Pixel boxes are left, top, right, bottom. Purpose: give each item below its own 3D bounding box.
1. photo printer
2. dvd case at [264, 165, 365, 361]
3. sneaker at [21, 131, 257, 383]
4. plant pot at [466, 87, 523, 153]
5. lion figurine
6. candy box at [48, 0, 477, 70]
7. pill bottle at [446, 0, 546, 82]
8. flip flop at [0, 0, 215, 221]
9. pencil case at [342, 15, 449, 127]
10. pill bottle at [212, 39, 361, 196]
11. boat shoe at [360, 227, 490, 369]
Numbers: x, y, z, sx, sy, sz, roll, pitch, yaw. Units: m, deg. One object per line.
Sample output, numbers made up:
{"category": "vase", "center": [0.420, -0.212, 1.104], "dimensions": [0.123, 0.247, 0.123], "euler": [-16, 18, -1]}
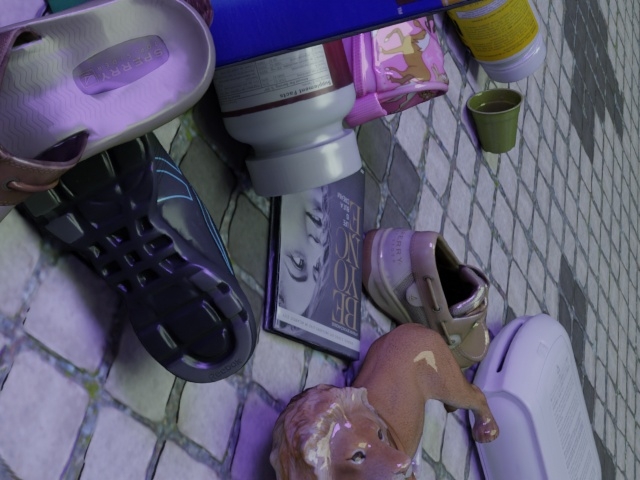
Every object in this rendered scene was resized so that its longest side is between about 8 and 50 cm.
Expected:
{"category": "photo printer", "center": [0.307, 0.271, 1.327], "dimensions": [0.256, 0.107, 0.307], "euler": [-41, 118, -56]}
{"category": "dvd case", "center": [0.000, 0.000, 0.948], "dimensions": [0.164, 0.018, 0.221], "euler": [30, 58, -55]}
{"category": "sneaker", "center": [-0.138, -0.021, 0.666], "dimensions": [0.267, 0.101, 0.106], "euler": [63, 3, -17]}
{"category": "plant pot", "center": [0.265, -0.176, 1.402], "dimensions": [0.083, 0.083, 0.079], "euler": [-58, 145, -48]}
{"category": "lion figurine", "center": [0.069, 0.180, 0.930], "dimensions": [0.392, 0.142, 0.240], "euler": [-56, 128, -63]}
{"category": "candy box", "center": [-0.052, -0.256, 0.615], "dimensions": [0.122, 0.317, 0.268], "euler": [-37, 115, -57]}
{"category": "pill bottle", "center": [0.253, -0.335, 1.365], "dimensions": [0.208, 0.119, 0.119], "euler": [49, 44, -44]}
{"category": "flip flop", "center": [-0.170, -0.068, 0.527], "dimensions": [0.277, 0.080, 0.112], "euler": [-32, 106, -26]}
{"category": "pencil case", "center": [0.028, -0.309, 0.932], "dimensions": [0.167, 0.160, 0.386], "euler": [-14, 97, -35]}
{"category": "pill bottle", "center": [-0.038, -0.158, 0.814], "dimensions": [0.121, 0.121, 0.221], "euler": [-36, 115, -57]}
{"category": "boat shoe", "center": [0.153, 0.076, 1.112], "dimensions": [0.302, 0.098, 0.109], "euler": [46, 45, -48]}
